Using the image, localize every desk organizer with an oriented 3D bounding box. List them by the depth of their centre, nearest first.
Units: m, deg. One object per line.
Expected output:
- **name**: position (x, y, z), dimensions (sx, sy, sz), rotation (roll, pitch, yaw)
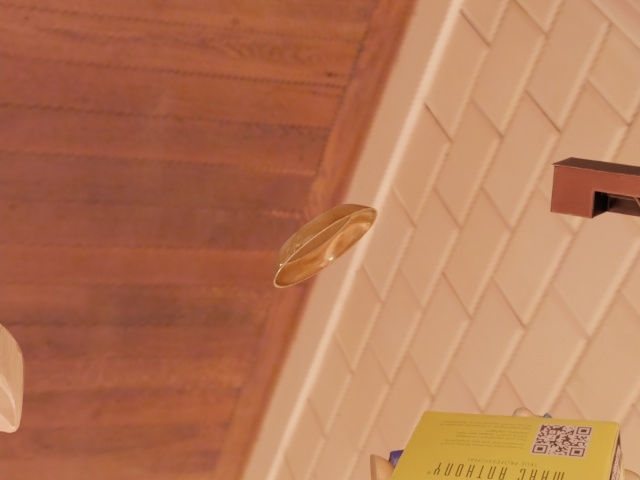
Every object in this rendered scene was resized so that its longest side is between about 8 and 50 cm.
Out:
- **desk organizer**: position (0.291, -0.045, 1.134), dimensions (0.047, 0.130, 0.050), rotation (-18, 114, -53)

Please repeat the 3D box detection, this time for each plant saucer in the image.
- **plant saucer**: position (0.000, 0.000, 0.769), dimensions (0.083, 0.015, 0.083), rotation (-33, 165, -10)

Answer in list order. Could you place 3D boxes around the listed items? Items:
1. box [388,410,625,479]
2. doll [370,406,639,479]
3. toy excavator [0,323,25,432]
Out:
- **box**: position (0.091, 0.185, 0.492), dimensions (0.087, 0.058, 0.232), rotation (-1, 115, 25)
- **doll**: position (0.130, 0.180, 0.802), dimensions (0.189, 0.046, 0.129), rotation (-2, 88, -5)
- **toy excavator**: position (-0.431, 0.280, 0.961), dimensions (0.445, 0.222, 0.432), rotation (-12, 117, -7)
